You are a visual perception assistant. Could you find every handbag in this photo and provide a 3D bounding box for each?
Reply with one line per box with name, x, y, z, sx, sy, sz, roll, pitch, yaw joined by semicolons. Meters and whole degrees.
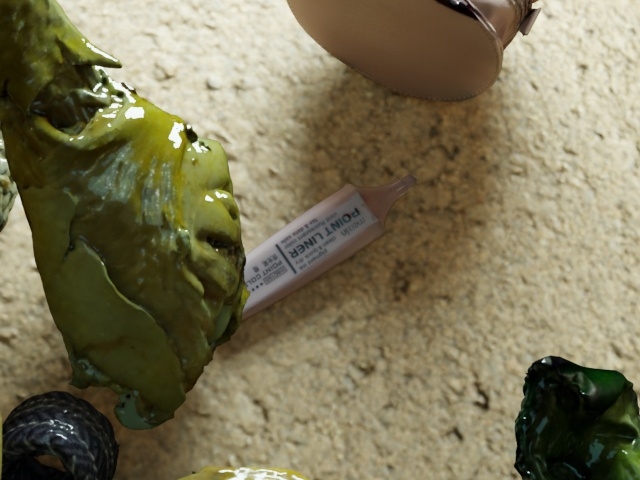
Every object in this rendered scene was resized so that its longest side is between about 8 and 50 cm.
handbag;0.084;-0.216;1.370;0.205;0.179;0.116;26;66;-3

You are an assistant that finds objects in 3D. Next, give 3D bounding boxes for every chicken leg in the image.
chicken leg;-0.188;-0.072;1.239;0.201;0.152;0.429;-35;111;-14

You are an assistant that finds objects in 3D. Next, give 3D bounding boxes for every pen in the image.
pen;0.000;0.000;1.370;0.197;0.032;0.053;-35;83;-15

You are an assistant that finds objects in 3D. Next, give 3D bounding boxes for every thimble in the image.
thimble;-0.203;0.170;1.250;0.095;0.104;0.066;44;34;-16

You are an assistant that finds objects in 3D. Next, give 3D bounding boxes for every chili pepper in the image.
chili pepper;0.219;0.230;1.310;0.148;0.116;0.265;5;62;-48

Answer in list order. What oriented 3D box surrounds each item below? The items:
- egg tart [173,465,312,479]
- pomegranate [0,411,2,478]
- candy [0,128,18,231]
egg tart;-0.063;0.288;1.246;0.241;0.106;0.241;3;72;-9
pomegranate;-0.373;0.152;1.112;0.332;0.332;0.333;2;75;-9
candy;-0.280;-0.056;1.311;0.095;0.085;0.110;-2;68;32
